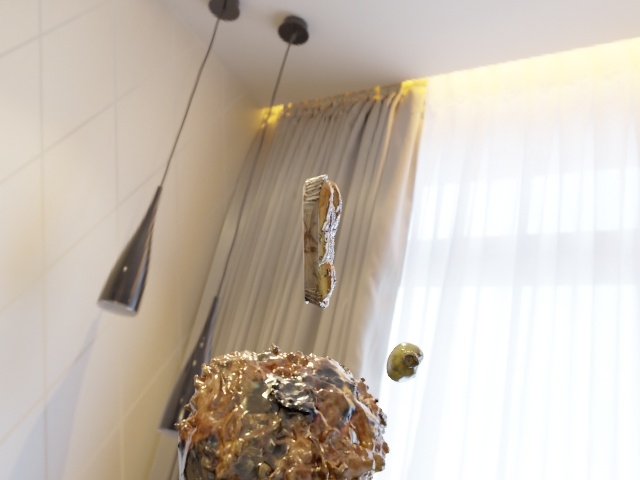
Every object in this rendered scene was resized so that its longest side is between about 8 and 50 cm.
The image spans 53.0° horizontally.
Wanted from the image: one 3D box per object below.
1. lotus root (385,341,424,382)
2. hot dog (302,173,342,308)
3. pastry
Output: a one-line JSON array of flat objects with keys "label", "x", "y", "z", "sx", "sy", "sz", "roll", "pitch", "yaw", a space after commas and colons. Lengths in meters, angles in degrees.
[{"label": "lotus root", "x": 0.196, "y": 0.282, "z": 1.495, "sx": 0.077, "sy": 0.090, "sz": 0.183, "roll": 26, "pitch": -17, "yaw": 9}, {"label": "hot dog", "x": 0.000, "y": 0.000, "z": 0.927, "sx": 0.059, "sy": 0.191, "sz": 0.108, "roll": 2, "pitch": 8, "yaw": 4}, {"label": "pastry", "x": -0.065, "y": 0.329, "z": 0.989, "sx": 0.337, "sy": 0.405, "sz": 0.292, "roll": 27, "pitch": -62, "yaw": 0}]
